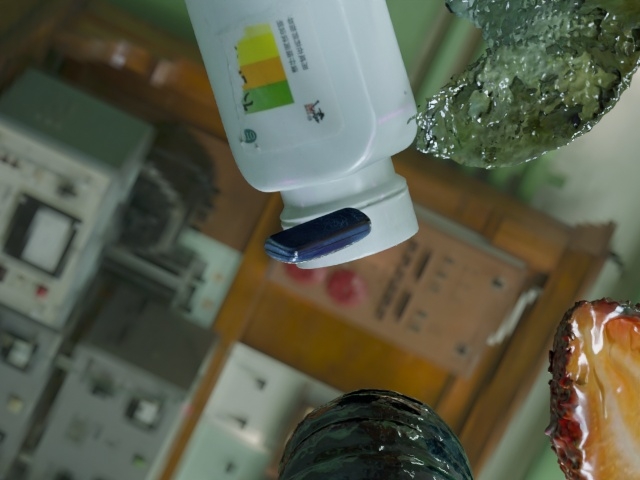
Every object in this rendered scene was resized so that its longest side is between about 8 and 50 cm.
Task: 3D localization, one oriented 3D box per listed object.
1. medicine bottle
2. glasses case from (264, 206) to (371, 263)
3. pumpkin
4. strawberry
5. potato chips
[{"bbox_3d":[-0.013,-0.132,1.410,0.161,0.296,0.111,-7,-165,42],"label":"medicine bottle"},{"bbox_3d":[0.000,0.000,1.298,0.083,0.033,0.023,-22,126,-32],"label":"glasses case"},{"bbox_3d":[0.036,0.184,1.045,0.150,0.194,0.194,-33,174,-7],"label":"pumpkin"},{"bbox_3d":[0.194,0.105,1.144,0.085,0.192,0.140,28,-78,53],"label":"strawberry"},{"bbox_3d":[0.150,-0.161,1.352,0.029,0.202,0.219,6,97,-83],"label":"potato chips"}]
